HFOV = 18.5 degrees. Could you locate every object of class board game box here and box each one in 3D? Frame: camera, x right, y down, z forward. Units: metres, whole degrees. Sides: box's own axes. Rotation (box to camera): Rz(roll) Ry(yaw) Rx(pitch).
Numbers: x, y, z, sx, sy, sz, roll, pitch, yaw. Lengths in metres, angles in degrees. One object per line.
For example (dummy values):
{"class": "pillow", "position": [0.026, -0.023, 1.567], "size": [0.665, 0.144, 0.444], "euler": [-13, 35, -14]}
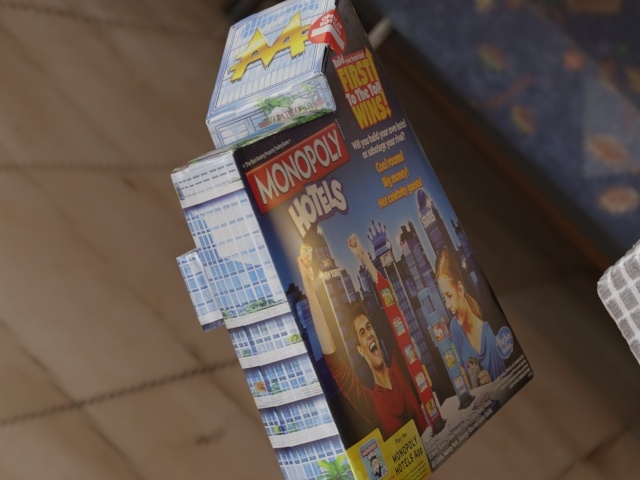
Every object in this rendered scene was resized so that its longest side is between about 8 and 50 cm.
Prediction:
{"class": "board game box", "position": [0.000, 0.000, 0.786], "size": [0.194, 0.060, 0.194], "euler": [-28, 97, -64]}

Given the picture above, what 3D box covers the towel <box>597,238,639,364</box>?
{"class": "towel", "position": [0.320, 0.084, 1.344], "size": [0.284, 0.121, 0.235], "euler": [64, -17, 14]}
